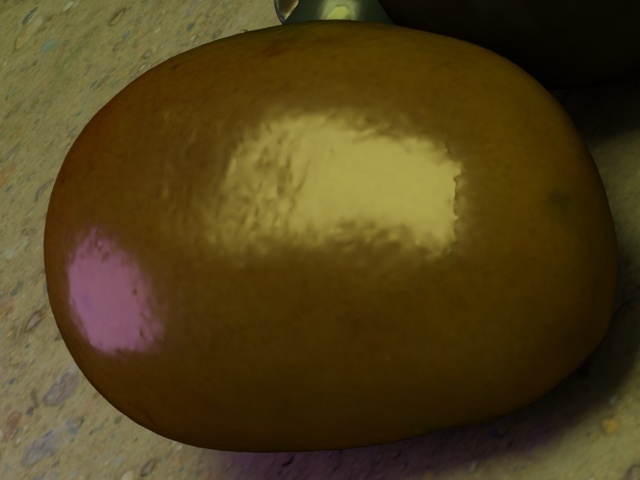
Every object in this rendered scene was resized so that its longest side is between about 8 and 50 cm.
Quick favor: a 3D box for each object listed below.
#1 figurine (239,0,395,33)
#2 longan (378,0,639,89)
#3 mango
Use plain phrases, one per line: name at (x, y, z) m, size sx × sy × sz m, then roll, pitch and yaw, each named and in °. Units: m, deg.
figurine at (0.013, -0.092, 1.442) m, size 0.265 × 0.193 × 0.140 m, roll -64°, pitch -7°, yaw 26°
longan at (0.143, -0.247, 1.297) m, size 0.288 × 0.288 × 0.350 m, roll -42°, pitch 36°, yaw 7°
mango at (0.000, 0.000, 1.219) m, size 0.445 × 0.232 × 0.300 m, roll 5°, pitch 68°, yaw 45°
